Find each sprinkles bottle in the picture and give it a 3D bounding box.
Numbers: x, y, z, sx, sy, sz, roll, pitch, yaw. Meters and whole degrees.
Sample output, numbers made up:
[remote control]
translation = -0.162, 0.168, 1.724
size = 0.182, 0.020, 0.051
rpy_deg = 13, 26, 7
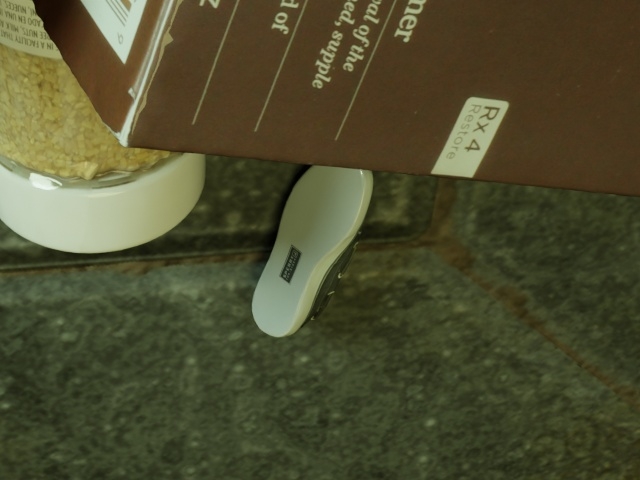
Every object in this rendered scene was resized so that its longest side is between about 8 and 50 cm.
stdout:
[sprinkles bottle]
translation = -0.118, -0.157, 0.857
size = 0.121, 0.121, 0.355
rpy_deg = -7, 134, -9

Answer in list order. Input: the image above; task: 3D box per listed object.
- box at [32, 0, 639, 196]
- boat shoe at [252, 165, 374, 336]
[box]
translation = 0.085, -0.133, 0.797
size = 0.381, 0.143, 0.191
rpy_deg = 2, 124, -32
[boat shoe]
translation = 0.000, 0.000, 1.103
size = 0.040, 0.049, 0.142
rpy_deg = -19, 146, -48
